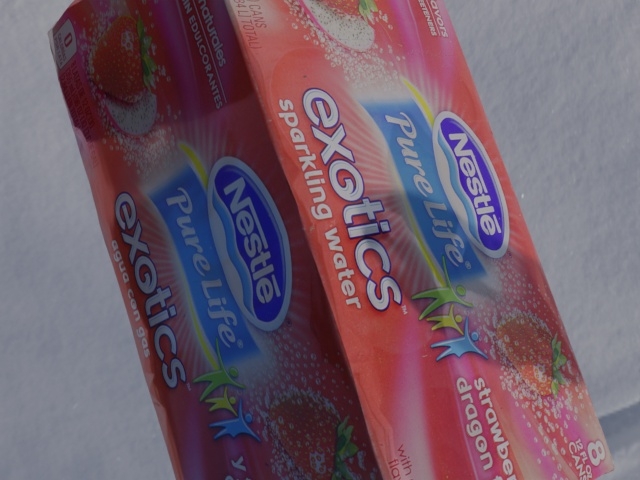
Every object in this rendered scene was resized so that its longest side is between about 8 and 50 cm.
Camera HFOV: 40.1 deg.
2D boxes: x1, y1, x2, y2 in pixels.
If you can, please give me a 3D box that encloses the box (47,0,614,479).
[{"bbox_3d":[0.000,0.000,0.428,0.142,0.154,0.300,-27,77,45],"label":"box"}]
